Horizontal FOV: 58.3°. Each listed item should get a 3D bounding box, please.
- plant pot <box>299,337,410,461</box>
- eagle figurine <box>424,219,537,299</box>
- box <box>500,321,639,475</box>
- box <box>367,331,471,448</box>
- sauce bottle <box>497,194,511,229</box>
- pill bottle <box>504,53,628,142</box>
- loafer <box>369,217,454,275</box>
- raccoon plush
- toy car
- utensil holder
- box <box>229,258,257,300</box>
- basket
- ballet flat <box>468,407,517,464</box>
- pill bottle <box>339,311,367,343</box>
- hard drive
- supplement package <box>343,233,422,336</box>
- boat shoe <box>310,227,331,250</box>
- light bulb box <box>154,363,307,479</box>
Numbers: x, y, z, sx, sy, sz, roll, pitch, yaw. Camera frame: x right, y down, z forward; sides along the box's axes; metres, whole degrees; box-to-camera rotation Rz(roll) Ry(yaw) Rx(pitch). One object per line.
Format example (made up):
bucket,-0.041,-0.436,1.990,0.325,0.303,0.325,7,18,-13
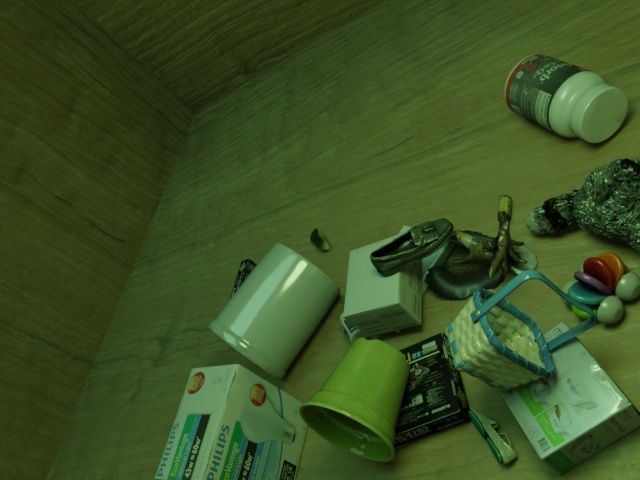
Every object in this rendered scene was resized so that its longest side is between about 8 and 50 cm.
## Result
plant pot,0.121,0.418,1.570,0.276,0.276,0.254,-5,42,43
eagle figurine,0.474,0.042,1.747,0.226,0.225,0.298,-20,-8,-26
box,0.571,0.367,1.363,0.231,0.127,0.262,-39,37,12
box,0.254,0.444,1.662,0.322,0.079,0.257,-30,38,23
sauce bottle,0.588,-0.086,1.836,0.042,0.042,0.128,-12,51,39
pill bottle,0.777,-0.454,1.837,0.210,0.210,0.363,-44,36,6
loafer,0.272,0.011,1.722,0.268,0.084,0.096,-34,40,12
raccoon plush,0.777,-0.007,1.516,0.446,0.216,0.299,135,141,-56
toy car,0.701,0.110,1.457,0.182,0.136,0.159,-50,36,-3
utensil holder,-0.156,0.249,2.065,0.385,0.327,0.328,-53,36,-11
box,-0.272,0.209,2.334,0.051,0.175,0.220,-20,45,37
basket,0.449,0.203,1.323,0.289,0.255,0.201,-41,30,31
ballet flat,0.439,0.492,1.460,0.052,0.057,0.168,-19,41,-8
pill bottle,0.110,0.295,1.954,0.067,0.067,0.120,-43,36,7
hard drive,0.275,0.121,1.962,0.233,0.047,0.353,22,74,52
supplement package,0.204,0.146,1.850,0.204,0.145,0.261,-20,44,32
boat shoe,0.001,-0.001,2.367,0.056,0.048,0.153,-57,28,9
light bulb box,-0.255,0.621,1.781,0.225,0.361,0.357,-15,48,37
